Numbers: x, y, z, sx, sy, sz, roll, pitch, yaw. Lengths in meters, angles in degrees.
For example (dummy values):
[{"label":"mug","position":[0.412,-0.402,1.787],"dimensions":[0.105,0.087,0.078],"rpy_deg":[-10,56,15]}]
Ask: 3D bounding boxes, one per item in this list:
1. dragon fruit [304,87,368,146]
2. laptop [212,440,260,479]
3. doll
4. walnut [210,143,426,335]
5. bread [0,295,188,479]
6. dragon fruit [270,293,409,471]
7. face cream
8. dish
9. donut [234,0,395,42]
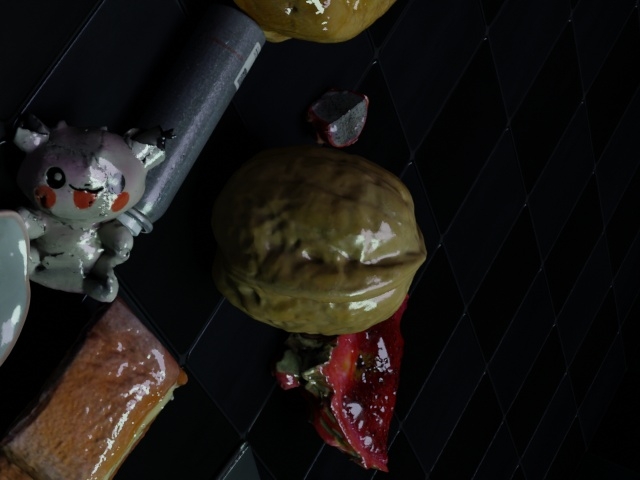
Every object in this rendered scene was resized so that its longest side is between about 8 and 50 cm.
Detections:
[{"label":"dragon fruit","position":[0.020,-0.155,1.766],"dimensions":[0.083,0.056,0.060],"rpy_deg":[-45,143,-32]},{"label":"laptop","position":[-0.142,0.377,1.894],"dimensions":[0.180,0.016,0.129],"rpy_deg":[-50,148,-31]},{"label":"doll","position":[-0.233,-0.035,1.325],"dimensions":[0.095,0.149,0.192],"rpy_deg":[-107,-148,-63]},{"label":"walnut","position":[0.000,0.000,1.625],"dimensions":[0.257,0.257,0.225],"rpy_deg":[-37,138,-46]},{"label":"bread","position":[-0.243,0.186,1.419],"dimensions":[0.244,0.123,0.190],"rpy_deg":[-53,180,-5]},{"label":"dragon fruit","position":[0.015,0.181,1.942],"dimensions":[0.211,0.134,0.262],"rpy_deg":[26,70,-52]},{"label":"face cream","position":[-0.154,-0.119,1.448],"dimensions":[0.284,0.073,0.073],"rpy_deg":[-61,152,-15]},{"label":"dish","position":[-0.354,0.057,1.203],"dimensions":[0.229,0.081,0.229],"rpy_deg":[-47,149,-40]},{"label":"donut","position":[0.011,-0.365,1.496],"dimensions":[0.299,0.150,0.317],"rpy_deg":[21,89,-62]}]
